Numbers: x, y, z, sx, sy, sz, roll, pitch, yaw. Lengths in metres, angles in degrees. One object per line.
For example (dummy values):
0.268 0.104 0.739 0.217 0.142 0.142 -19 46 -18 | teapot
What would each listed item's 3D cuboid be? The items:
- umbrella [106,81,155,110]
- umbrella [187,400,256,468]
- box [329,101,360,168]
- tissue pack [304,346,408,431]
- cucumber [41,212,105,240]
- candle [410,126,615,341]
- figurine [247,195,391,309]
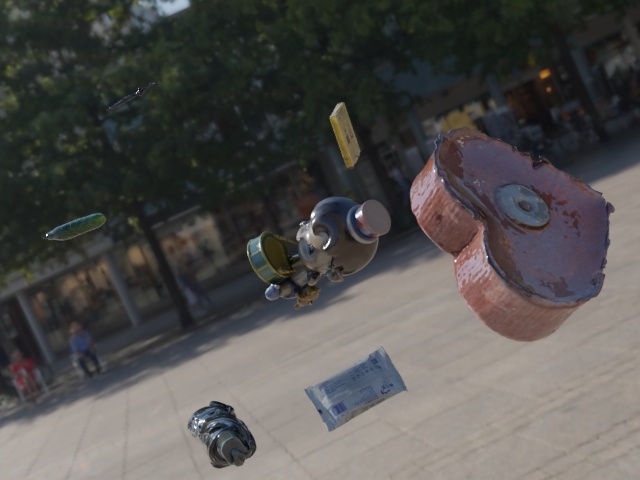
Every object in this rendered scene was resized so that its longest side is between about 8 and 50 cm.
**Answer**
-0.447 -0.341 2.143 0.149 0.022 0.022 -24 -1 24 | umbrella
-0.122 0.243 1.117 0.066 0.059 0.236 -40 8 -10 | umbrella
0.061 -0.254 2.197 0.020 0.149 0.073 -6 33 24 | box
0.075 0.311 1.902 0.193 0.122 0.026 -26 -42 -10 | tissue pack
-0.532 -0.028 1.965 0.155 0.037 0.037 -18 4 11 | cucumber
0.289 -0.017 1.324 0.287 0.317 0.131 -16 -27 -31 | candle
0.006 0.004 1.650 0.275 0.161 0.158 -32 -42 21 | figurine
